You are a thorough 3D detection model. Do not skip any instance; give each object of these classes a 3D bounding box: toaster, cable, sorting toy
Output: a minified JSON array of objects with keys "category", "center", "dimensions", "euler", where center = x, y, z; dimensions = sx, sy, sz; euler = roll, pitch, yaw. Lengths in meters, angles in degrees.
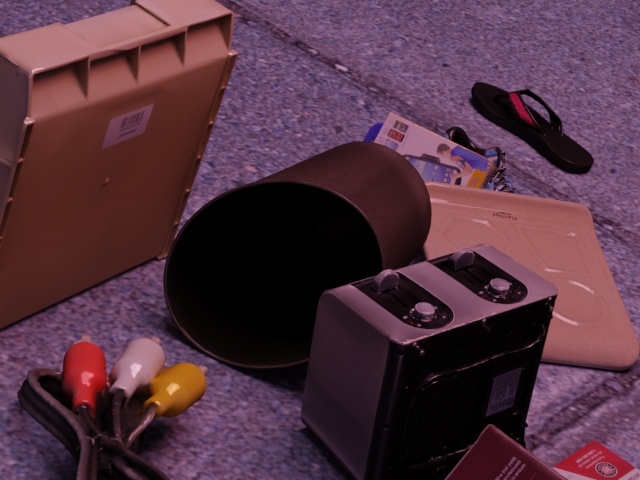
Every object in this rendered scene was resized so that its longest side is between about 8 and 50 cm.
[{"category":"toaster","center":[0.086,0.104,1.409],"dimensions":[0.168,0.186,0.110],"euler":[-16,40,-32]},{"category":"cable","center":[-0.156,0.128,1.277],"dimensions":[0.139,0.072,0.287],"euler":[12,11,-4]},{"category":"sorting toy","center":[0.188,0.036,1.687],"dimensions":[0.193,0.038,0.208],"euler":[8,42,-16]}]

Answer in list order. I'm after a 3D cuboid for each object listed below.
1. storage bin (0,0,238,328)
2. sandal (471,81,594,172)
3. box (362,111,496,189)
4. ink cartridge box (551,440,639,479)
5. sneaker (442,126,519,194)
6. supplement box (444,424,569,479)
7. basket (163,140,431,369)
[{"category":"storage bin","center":[-0.216,-0.077,1.462],"dimensions":[0.123,0.260,0.262],"euler":[35,34,22]},{"category":"sandal","center":[0.244,-0.138,2.016],"dimensions":[0.067,0.040,0.179],"euler":[-12,41,-41]},{"category":"box","center":[0.097,-0.070,1.787],"dimensions":[0.136,0.081,0.028],"euler":[27,-4,15]},{"category":"ink cartridge box","center":[0.235,0.242,1.339],"dimensions":[0.175,0.072,0.127],"euler":[33,33,27]},{"category":"sneaker","center":[0.166,-0.057,1.806],"dimensions":[0.063,0.073,0.162],"euler":[-14,45,-42]},{"category":"supplement box","center":[0.173,0.250,1.230],"dimensions":[0.239,0.130,0.073],"euler":[36,-10,29]},{"category":"basket","center":[0.000,0.000,1.546],"dimensions":[0.154,0.204,0.227],"euler":[66,26,-5]}]
